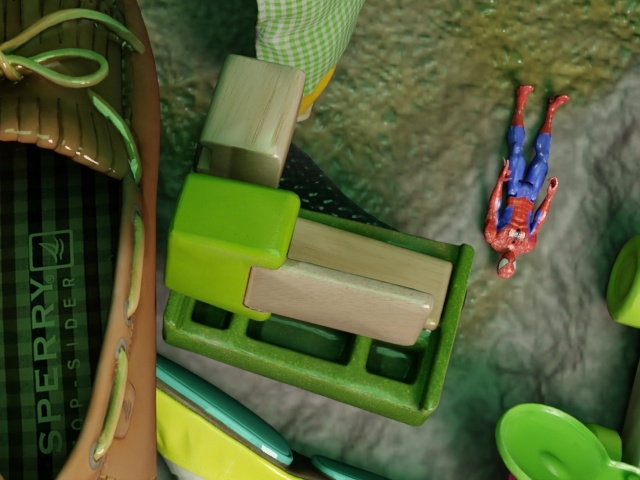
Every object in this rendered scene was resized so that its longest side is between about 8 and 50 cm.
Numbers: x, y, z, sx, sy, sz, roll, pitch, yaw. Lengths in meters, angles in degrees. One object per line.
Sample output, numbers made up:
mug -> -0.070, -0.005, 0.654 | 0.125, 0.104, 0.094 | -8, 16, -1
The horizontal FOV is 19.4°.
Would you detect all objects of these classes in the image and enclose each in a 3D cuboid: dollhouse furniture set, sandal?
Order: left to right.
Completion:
sandal -> 0.000, 0.000, 1.073 | 0.179, 0.040, 0.067 | 35, 68, 3
dollhouse furniture set -> 0.031, -0.086, 0.978 | 0.151, 0.197, 0.302 | 16, 69, 0

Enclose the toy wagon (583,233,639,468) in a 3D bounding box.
toy wagon -> 0.298, 0.077, 1.124 | 0.267, 0.068, 0.344 | 17, 82, -11

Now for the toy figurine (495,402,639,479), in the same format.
toy figurine -> 0.126, 0.205, 1.045 | 0.130, 0.159, 0.173 | -14, 54, -44

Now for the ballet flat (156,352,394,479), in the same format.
ballet flat -> -0.024, 0.142, 1.047 | 0.231, 0.077, 0.077 | 28, 93, -11

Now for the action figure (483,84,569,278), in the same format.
action figure -> 0.120, -0.034, 1.115 | 0.038, 0.030, 0.115 | 14, 84, -16

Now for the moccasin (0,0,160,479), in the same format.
moccasin -> -0.158, -0.039, 0.970 | 0.139, 0.147, 0.380 | -2, 73, 2
